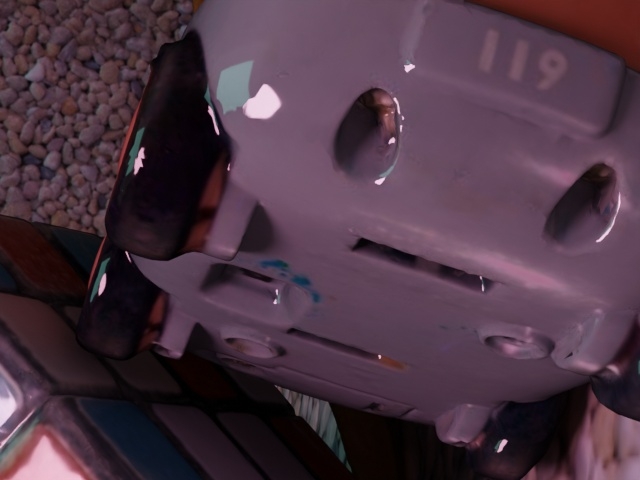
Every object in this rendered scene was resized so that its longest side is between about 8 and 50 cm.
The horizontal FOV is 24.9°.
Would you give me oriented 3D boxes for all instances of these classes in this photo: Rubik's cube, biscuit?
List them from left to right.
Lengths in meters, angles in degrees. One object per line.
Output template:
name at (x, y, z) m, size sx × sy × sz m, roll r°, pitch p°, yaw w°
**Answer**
Rubik's cube at (-0.135, 0.159, 0.648) m, size 0.259 × 0.253 × 0.256 m, roll -49°, pitch -21°, yaw 8°
biscuit at (0.000, 0.000, 0.759) m, size 0.197 × 0.049 × 0.301 m, roll -105°, pitch -4°, yaw -58°

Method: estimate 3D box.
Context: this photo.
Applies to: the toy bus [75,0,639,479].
toy bus at (0.033, -0.051, 0.540) m, size 0.287 × 0.194 × 0.232 m, roll 125°, pitch 160°, yaw -70°
